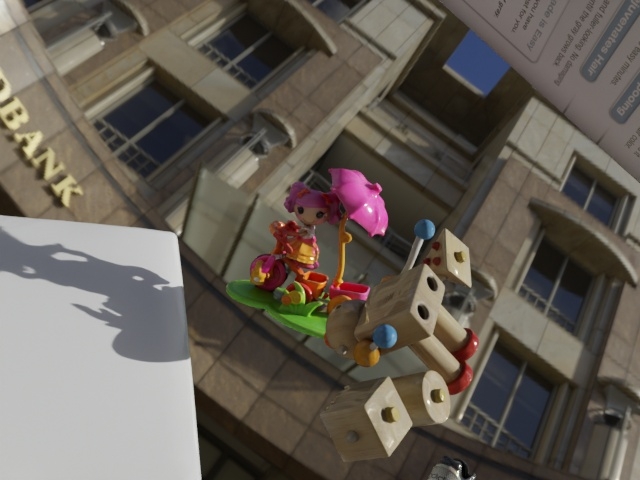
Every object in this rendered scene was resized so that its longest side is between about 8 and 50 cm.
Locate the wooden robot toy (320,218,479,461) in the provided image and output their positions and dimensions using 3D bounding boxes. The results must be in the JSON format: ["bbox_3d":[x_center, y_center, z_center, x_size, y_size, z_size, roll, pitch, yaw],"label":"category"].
[{"bbox_3d":[0.036,0.060,0.390,0.079,0.173,0.076,-22,-65,36],"label":"wooden robot toy"}]

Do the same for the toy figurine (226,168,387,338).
[{"bbox_3d":[0.000,0.000,0.706,0.173,0.130,0.159,16,-77,9],"label":"toy figurine"}]

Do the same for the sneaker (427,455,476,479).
[{"bbox_3d":[0.203,0.368,1.019,0.063,0.075,0.170,19,-20,36],"label":"sneaker"}]

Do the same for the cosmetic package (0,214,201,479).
[{"bbox_3d":[-0.347,0.222,0.754,0.327,0.329,0.393,6,-47,-23],"label":"cosmetic package"}]

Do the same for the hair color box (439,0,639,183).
[{"bbox_3d":[0.238,-0.193,0.514,0.374,0.114,0.185,50,-23,19],"label":"hair color box"}]
